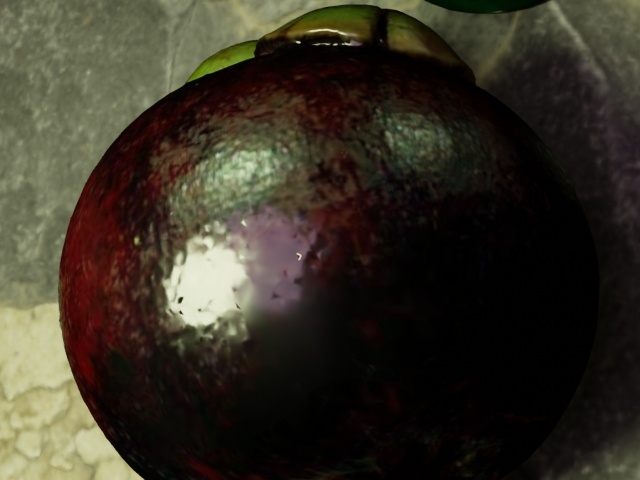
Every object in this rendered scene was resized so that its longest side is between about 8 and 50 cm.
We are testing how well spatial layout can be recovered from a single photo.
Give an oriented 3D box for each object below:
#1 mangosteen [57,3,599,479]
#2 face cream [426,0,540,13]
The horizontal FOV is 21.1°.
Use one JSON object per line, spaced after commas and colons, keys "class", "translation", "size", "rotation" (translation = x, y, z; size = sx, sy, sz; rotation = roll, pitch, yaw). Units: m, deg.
{"class": "mangosteen", "translation": [-0.002, 0.013, 0.944], "size": [0.300, 0.300, 0.300], "rotation": [-7, 76, 30]}
{"class": "face cream", "translation": [0.030, -0.277, 0.951], "size": [0.312, 0.357, 0.219], "rotation": [-51, 60, 12]}
